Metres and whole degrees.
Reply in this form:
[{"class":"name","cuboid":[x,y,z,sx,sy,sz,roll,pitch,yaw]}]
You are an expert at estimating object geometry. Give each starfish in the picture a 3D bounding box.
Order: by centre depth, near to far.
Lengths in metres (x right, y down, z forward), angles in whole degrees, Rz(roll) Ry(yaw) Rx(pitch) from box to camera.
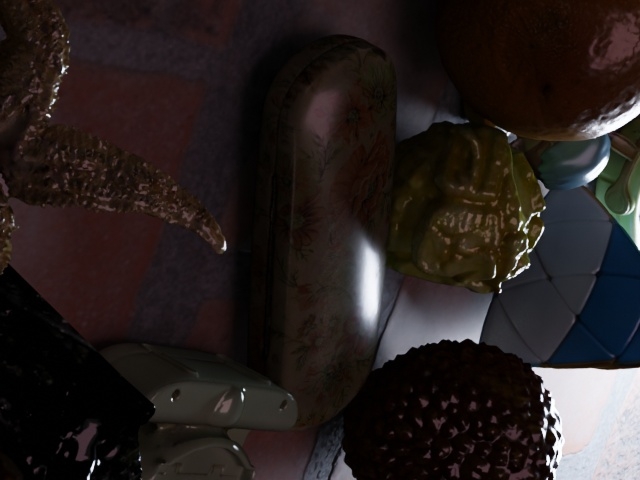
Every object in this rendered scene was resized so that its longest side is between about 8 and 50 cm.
[{"class":"starfish","cuboid":[-0.263,-0.024,1.420,0.293,0.084,0.301,-42,109,-22]}]

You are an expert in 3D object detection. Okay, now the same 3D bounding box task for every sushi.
[{"class":"sushi","cuboid":[-0.282,0.172,1.525,0.212,0.215,0.227,-35,158,-31]}]

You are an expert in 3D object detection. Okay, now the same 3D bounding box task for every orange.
[{"class":"orange","cuboid":[0.249,-0.227,1.943,0.264,0.264,0.264,-34,137,-39]}]

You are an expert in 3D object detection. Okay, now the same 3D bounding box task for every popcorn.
[{"class":"popcorn","cuboid":[0.140,-0.036,1.986,0.187,0.185,0.167,16,86,-48]}]

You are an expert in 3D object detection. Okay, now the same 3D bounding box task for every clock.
[{"class":"clock","cuboid":[-0.168,0.262,1.808,0.265,0.109,0.324,11,103,-58]},{"class":"clock","cuboid":[0.418,-0.090,2.451,0.170,0.069,0.232,-49,144,-22]}]

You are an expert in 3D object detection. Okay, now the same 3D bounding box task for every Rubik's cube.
[{"class":"Rubik's cube","cuboid":[0.325,0.033,2.339,0.254,0.254,0.254,-34,137,-39]}]

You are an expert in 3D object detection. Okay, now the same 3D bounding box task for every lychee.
[{"class":"lychee","cuboid":[0.145,0.224,2.129,0.271,0.236,0.236,19,96,-32]}]

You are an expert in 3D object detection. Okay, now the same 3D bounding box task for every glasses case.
[{"class":"glasses case","cuboid":[0.000,0.000,1.880,0.156,0.098,0.425,-28,133,-41]}]

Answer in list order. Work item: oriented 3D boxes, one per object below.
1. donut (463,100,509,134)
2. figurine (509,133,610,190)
[{"class":"donut","cuboid":[0.195,-0.161,2.103,0.097,0.043,0.108,-51,149,-17]},{"class":"figurine","cuboid":[0.227,-0.049,2.144,0.260,0.103,0.205,-47,161,7]}]
